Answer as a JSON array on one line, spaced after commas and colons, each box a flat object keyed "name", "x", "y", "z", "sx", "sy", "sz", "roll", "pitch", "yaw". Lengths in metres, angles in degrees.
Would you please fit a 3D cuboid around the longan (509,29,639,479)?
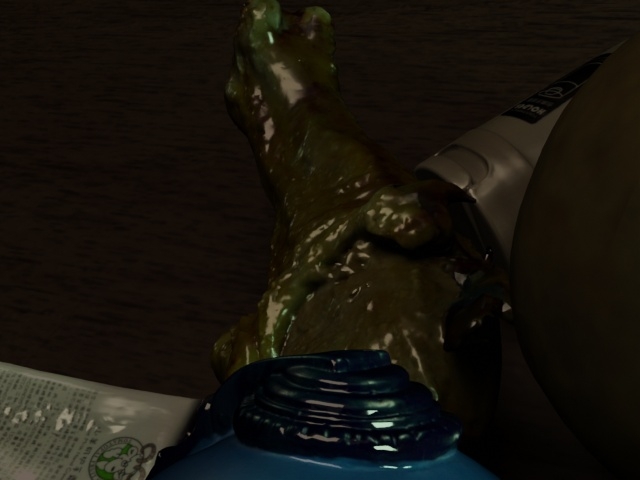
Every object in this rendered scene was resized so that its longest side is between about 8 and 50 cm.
[{"name": "longan", "x": 0.240, "y": 0.003, "z": 0.579, "sx": 0.297, "sy": 0.297, "sz": 0.297, "roll": -13, "pitch": 38, "yaw": 11}]

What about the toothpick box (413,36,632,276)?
[{"name": "toothpick box", "x": 0.161, "y": -0.046, "z": 0.821, "sx": 0.180, "sy": 0.111, "sz": 0.111, "roll": -31, "pitch": 38, "yaw": -15}]

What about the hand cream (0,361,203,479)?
[{"name": "hand cream", "x": -0.234, "y": 0.131, "z": 0.846, "sx": 0.336, "sy": 0.076, "sz": 0.121, "roll": 7, "pitch": 51, "yaw": 24}]

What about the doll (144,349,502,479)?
[{"name": "doll", "x": 0.038, "y": 0.190, "z": 0.491, "sx": 0.310, "sy": 0.284, "sz": 0.240, "roll": 6, "pitch": 3, "yaw": 37}]

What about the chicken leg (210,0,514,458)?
[{"name": "chicken leg", "x": 0.001, "y": 0.016, "z": 0.781, "sx": 0.211, "sy": 0.140, "sz": 0.361, "roll": -50, "pitch": 39, "yaw": 18}]
